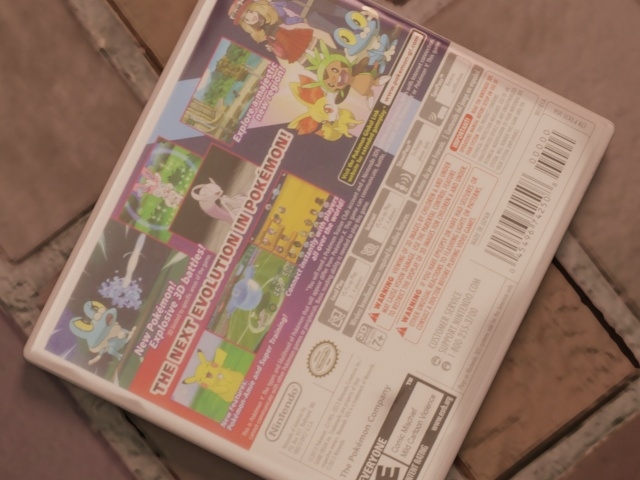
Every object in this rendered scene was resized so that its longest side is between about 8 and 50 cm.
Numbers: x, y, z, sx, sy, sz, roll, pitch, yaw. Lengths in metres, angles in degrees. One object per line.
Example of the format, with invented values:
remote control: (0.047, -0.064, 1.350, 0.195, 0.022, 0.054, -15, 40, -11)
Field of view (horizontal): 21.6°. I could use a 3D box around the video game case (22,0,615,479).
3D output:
video game case: (0.000, 0.000, 0.710, 0.183, 0.023, 0.201, 27, 88, -1)
